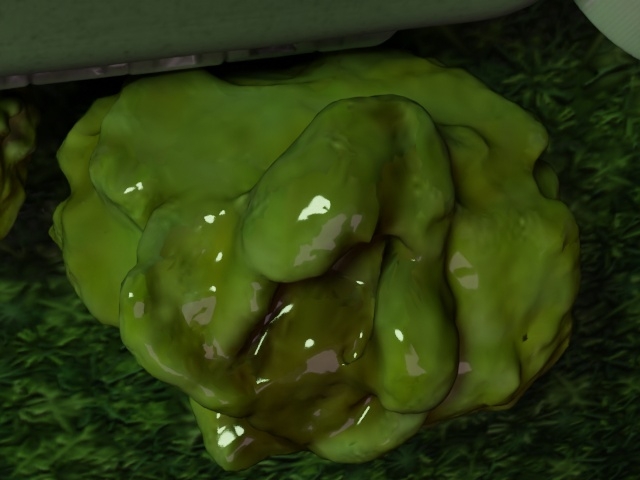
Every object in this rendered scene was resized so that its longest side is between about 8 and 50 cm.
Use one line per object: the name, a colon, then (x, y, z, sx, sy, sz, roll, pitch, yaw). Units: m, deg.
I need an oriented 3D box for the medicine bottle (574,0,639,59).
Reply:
medicine bottle: (0.228, -0.195, 0.619, 0.111, 0.161, 0.296, 12, 143, -33)

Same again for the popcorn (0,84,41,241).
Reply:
popcorn: (-0.181, -0.047, 0.676, 0.106, 0.116, 0.121, -29, 96, -2)

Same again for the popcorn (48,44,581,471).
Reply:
popcorn: (0.000, 0.000, 0.708, 0.256, 0.255, 0.195, 21, 109, 1)

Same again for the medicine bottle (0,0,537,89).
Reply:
medicine bottle: (-0.059, -0.188, 0.562, 0.375, 0.123, 0.282, -7, 137, -12)
